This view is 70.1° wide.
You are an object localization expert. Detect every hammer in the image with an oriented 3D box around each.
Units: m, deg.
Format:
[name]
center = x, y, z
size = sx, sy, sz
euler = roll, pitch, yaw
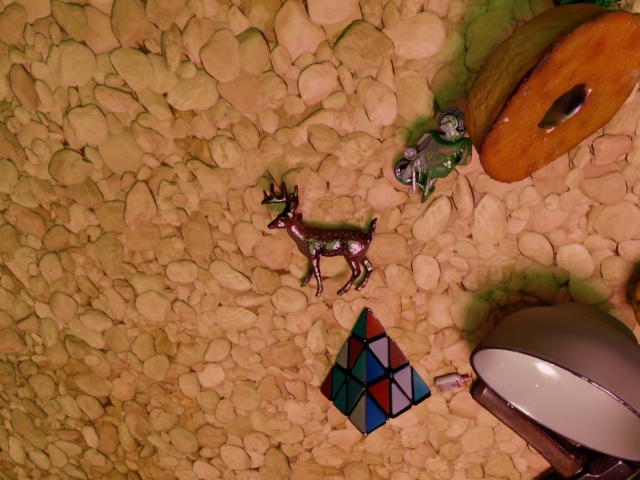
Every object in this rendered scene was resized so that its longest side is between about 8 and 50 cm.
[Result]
[hammer]
center = 0.515, 0.471, 1.077
size = 0.408, 0.095, 0.242
euler = 39, 113, -4

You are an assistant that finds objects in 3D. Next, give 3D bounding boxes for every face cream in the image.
[face cream]
center = 0.317, 0.340, 1.093
size = 0.083, 0.021, 0.040
euler = -21, 107, 16

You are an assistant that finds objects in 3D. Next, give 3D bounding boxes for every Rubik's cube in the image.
[Rubik's cube]
center = 0.080, 0.356, 1.027
size = 0.249, 0.234, 0.285
euler = -27, 105, 19

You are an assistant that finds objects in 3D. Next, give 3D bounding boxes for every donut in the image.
[donut]
center = 0.367, -0.240, 0.748
size = 0.302, 0.110, 0.303
euler = -18, 142, -15

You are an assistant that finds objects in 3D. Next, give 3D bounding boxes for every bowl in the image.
[bowl]
center = 0.498, 0.247, 0.901
size = 0.353, 0.354, 0.185
euler = 42, 69, -8

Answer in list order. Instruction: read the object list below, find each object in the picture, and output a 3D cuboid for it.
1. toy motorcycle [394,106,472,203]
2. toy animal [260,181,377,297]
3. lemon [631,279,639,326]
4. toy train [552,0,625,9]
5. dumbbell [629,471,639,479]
[toy motorcycle]
center = 0.222, -0.159, 0.869
size = 0.106, 0.074, 0.190
euler = 44, 134, 5
[toy animal]
center = -0.002, -0.007, 0.994
size = 0.243, 0.087, 0.260
euler = -3, 110, -4
[lemon]
center = 0.709, 0.130, 0.868
size = 0.207, 0.170, 0.170
euler = 8, 113, -2
[toy train]
center = 0.505, -0.466, 0.686
size = 0.307, 0.126, 0.190
euler = -14, 108, 15
[dumbbell]
center = 0.829, 0.612, 1.003
size = 0.315, 0.157, 0.144
euler = 19, 145, -19
